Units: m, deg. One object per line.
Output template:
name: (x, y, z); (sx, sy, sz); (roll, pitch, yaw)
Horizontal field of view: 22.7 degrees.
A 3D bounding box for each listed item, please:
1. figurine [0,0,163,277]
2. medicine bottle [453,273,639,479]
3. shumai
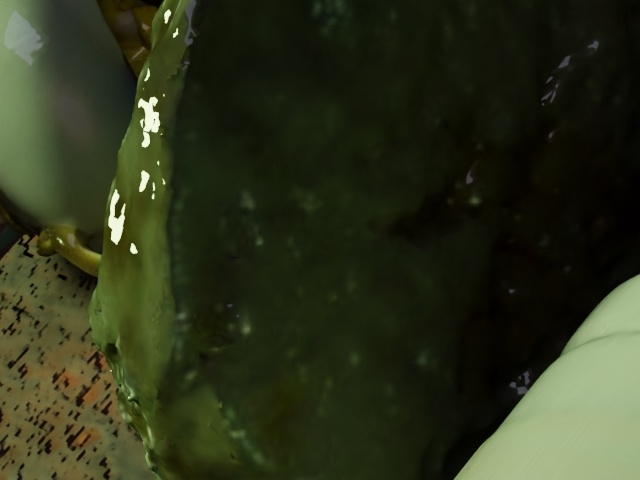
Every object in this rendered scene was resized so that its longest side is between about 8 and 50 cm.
figurine: (-0.047, -0.083, 0.683); (0.263, 0.142, 0.189); (-24, 65, 2)
medicine bottle: (0.088, 0.127, 0.337); (0.190, 0.190, 0.332); (21, 59, 42)
shumai: (0.001, 0.000, 0.513); (0.189, 0.256, 0.218); (-4, 3, -23)
